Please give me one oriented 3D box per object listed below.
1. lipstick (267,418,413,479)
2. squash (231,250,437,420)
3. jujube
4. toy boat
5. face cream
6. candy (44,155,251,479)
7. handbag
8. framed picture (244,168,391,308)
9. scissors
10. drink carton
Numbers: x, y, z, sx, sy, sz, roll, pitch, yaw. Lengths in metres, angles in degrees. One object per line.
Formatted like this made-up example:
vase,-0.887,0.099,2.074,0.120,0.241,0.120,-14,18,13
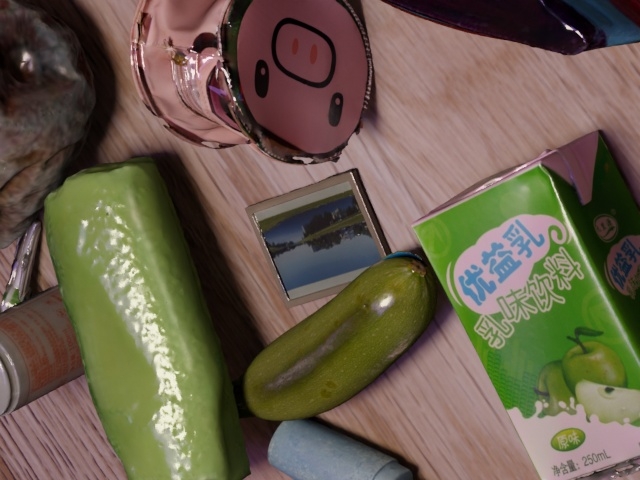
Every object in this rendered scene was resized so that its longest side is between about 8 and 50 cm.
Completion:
lipstick,0.073,0.249,1.850,0.274,0.061,0.068,25,122,29
squash,0.004,0.114,1.829,0.341,0.094,0.094,-39,83,44
jujube,-0.361,-0.110,1.956,0.226,0.226,0.317,54,138,8
toy boat,0.099,-0.236,1.611,0.392,0.079,0.136,29,127,30
face cream,-0.333,0.130,2.002,0.101,0.252,0.101,17,119,33
candy,-0.166,0.087,1.898,0.142,0.132,0.343,-18,86,20
handbag,-0.060,-0.159,1.692,0.116,0.205,0.179,3,79,40
framed picture,0.000,0.000,1.834,0.149,0.011,0.109,-18,97,42
scissors,-0.335,0.072,2.109,0.027,0.101,0.204,15,106,3
drink carton,0.211,0.063,1.622,0.161,0.108,0.271,-26,90,41
